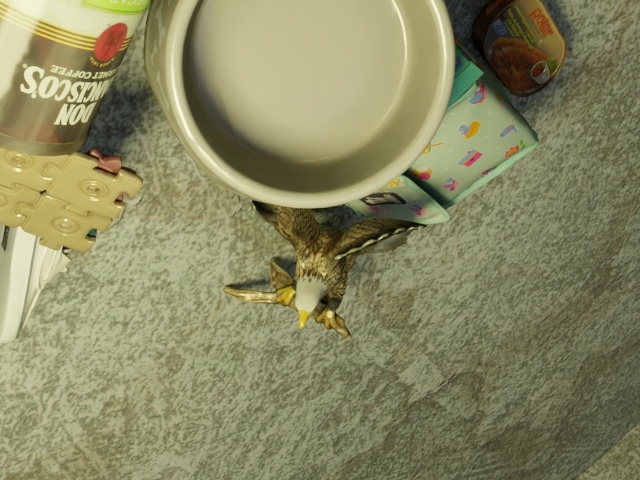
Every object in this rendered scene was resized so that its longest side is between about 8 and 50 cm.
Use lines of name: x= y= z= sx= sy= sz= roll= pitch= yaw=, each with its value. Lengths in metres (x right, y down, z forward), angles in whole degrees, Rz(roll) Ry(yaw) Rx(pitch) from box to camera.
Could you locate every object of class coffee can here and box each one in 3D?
coffee can: x=-0.253 y=-0.245 z=1.049 sx=0.201 sy=0.201 sz=0.275 roll=8 pitch=121 yaw=-43

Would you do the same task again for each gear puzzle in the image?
gear puzzle: x=-0.359 y=-0.092 z=1.161 sx=0.339 sy=0.044 sz=0.175 roll=22 pitch=141 yaw=-23

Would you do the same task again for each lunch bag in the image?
lunch bag: x=0.119 y=-0.129 z=1.507 sx=0.262 sy=0.160 sz=0.223 roll=-37 pitch=148 yaw=15

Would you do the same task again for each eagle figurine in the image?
eagle figurine: x=0.001 y=0.009 z=1.483 sx=0.226 sy=0.225 sz=0.298 roll=-12 pitch=142 yaw=-16

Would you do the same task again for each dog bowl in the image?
dog bowl: x=-0.014 y=-0.193 z=1.236 sx=0.348 sy=0.102 sz=0.349 roll=-3 pitch=107 yaw=-8

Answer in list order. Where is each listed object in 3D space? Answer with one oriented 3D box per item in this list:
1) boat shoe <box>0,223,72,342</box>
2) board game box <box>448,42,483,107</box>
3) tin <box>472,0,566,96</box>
boat shoe: x=-0.326 y=0.012 z=1.326 sx=0.084 sy=0.095 sz=0.258 roll=-1 pitch=129 yaw=-33
board game box: x=0.066 y=-0.184 z=1.386 sx=0.210 sy=0.160 sz=0.047 roll=-44 pitch=156 yaw=15
tin: x=0.275 y=-0.272 z=1.589 sx=0.106 sy=0.040 sz=0.189 roll=-40 pitch=142 yaw=7
